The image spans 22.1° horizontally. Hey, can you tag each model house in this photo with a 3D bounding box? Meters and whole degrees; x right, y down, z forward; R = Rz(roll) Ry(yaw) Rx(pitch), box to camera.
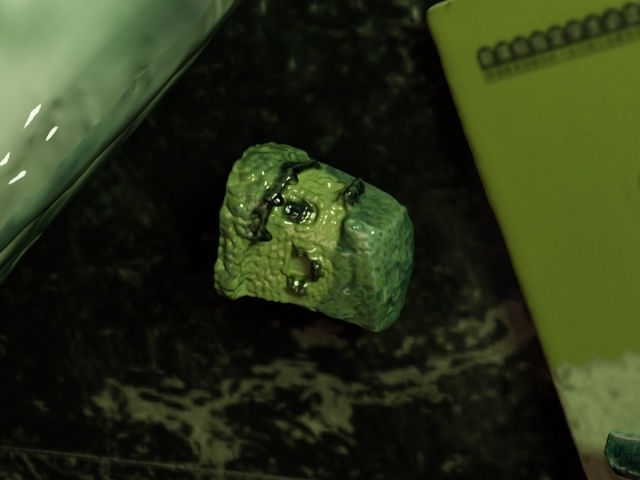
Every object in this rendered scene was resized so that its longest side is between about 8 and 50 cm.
[{"bbox_3d":[0.000,0.000,0.768,0.083,0.066,0.078,21,120,18],"label":"model house"}]

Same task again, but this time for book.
[{"bbox_3d":[0.202,0.034,0.693,0.239,0.035,0.352,-14,103,33],"label":"book"}]

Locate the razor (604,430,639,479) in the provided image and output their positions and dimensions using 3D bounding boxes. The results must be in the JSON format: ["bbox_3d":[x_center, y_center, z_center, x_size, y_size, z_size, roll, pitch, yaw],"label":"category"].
[{"bbox_3d":[0.212,0.109,0.685,0.190,0.033,0.066,13,159,27],"label":"razor"}]

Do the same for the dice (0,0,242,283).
[{"bbox_3d":[-0.242,-0.103,0.669,0.348,0.328,0.330,36,128,-4],"label":"dice"}]
